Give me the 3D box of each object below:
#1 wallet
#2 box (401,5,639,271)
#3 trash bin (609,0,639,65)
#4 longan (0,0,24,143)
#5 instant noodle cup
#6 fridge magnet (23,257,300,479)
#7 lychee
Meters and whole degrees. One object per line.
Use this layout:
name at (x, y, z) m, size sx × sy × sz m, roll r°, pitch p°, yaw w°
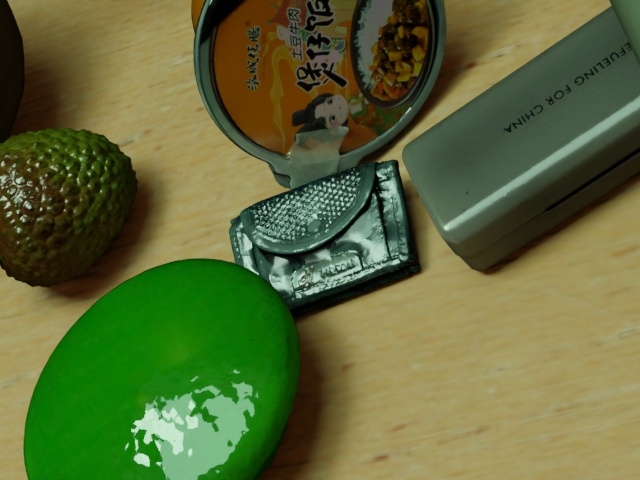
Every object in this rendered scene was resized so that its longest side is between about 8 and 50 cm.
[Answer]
wallet at (0.000, 0.000, 1.290) m, size 0.129 × 0.026 × 0.088 m, roll -21°, pitch 64°, yaw 21°
box at (0.172, -0.083, 1.219) m, size 0.243 × 0.055 × 0.103 m, roll -34°, pitch 45°, yaw 11°
trash bin at (0.264, -0.210, 1.044) m, size 0.280 × 0.280 × 0.432 m, roll -30°, pitch 58°, yaw 14°
longan at (-0.357, -0.125, 1.496) m, size 0.258 × 0.258 × 0.258 m, roll -19°, pitch 49°, yaw 24°
instant noodle cup at (-0.017, -0.152, 1.339) m, size 0.125 × 0.177 × 0.208 m, roll 48°, pitch 121°, yaw 60°
fridge magnet at (-0.101, 0.106, 1.252) m, size 0.208 × 0.088 × 0.208 m, roll -19°, pitch 50°, yaw 24°
lychee at (-0.202, -0.024, 1.405) m, size 0.146 × 0.114 × 0.114 m, roll -33°, pitch 41°, yaw -19°
